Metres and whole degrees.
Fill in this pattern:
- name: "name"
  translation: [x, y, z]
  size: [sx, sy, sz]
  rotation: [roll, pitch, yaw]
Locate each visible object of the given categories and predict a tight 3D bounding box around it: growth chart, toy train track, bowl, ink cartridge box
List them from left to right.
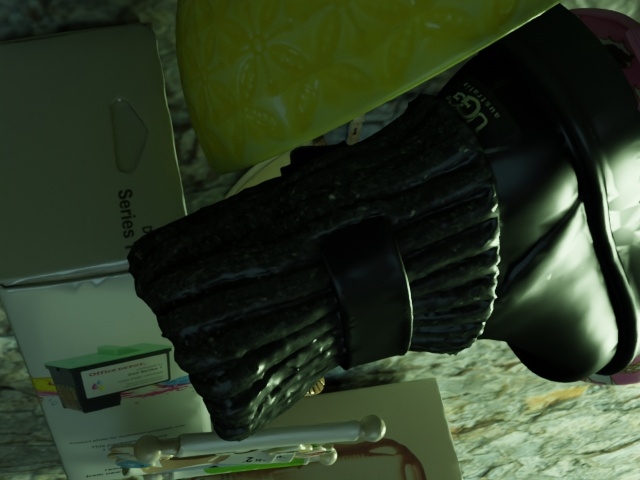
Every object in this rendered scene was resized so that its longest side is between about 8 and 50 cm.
- name: "ink cartridge box"
  translation: [-0.150, 0.018, 0.774]
  size: [0.117, 0.201, 0.278]
  rotation: [-9, 145, -9]
- name: "growth chart"
  translation: [-0.053, 0.139, 0.727]
  size: [0.172, 0.021, 0.237]
  rotation: [-5, 165, -11]
- name: "toy train track"
  translation: [0.026, -0.073, 0.878]
  size: [0.048, 0.014, 0.083]
  rotation: [-7, 145, -12]
- name: "bowl"
  translation: [0.029, -0.173, 0.579]
  size: [0.289, 0.289, 0.156]
  rotation: [-27, 102, 18]

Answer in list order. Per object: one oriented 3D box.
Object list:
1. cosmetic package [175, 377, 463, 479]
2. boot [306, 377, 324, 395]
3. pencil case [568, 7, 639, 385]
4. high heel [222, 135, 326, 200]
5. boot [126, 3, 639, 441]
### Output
- name: "cosmetic package"
  translation: [-0.010, 0.255, 1.222]
  size: [0.296, 0.129, 0.153]
  rotation: [-8, 151, -11]
- name: "boot"
  translation: [-0.074, 0.131, 1.100]
  size: [0.158, 0.059, 0.084]
  rotation: [20, 136, -29]
- name: "pencil case"
  translation: [0.229, -0.017, 0.911]
  size: [0.167, 0.160, 0.386]
  rotation: [-51, 146, -12]
- name: "high heel"
  translation: [0.000, 0.000, 0.944]
  size: [0.186, 0.093, 0.261]
  rotation: [-15, 140, -41]
- name: "boot"
  translation: [0.054, 0.037, 0.644]
  size: [0.260, 0.131, 0.348]
  rotation: [-35, 144, -4]
